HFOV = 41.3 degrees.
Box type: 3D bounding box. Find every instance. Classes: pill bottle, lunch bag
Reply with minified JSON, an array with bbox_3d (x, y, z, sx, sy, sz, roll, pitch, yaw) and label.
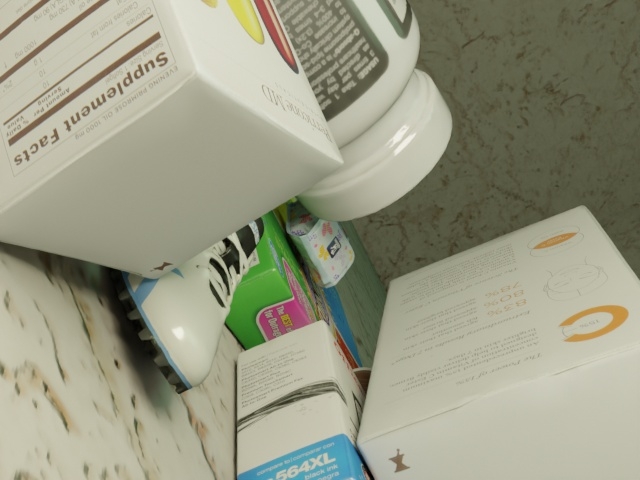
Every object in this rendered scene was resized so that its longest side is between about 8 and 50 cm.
[{"bbox_3d":[-0.043,-0.195,0.732,0.363,0.210,0.210,51,13,-33],"label":"pill bottle"},{"bbox_3d":[0.000,0.000,0.866,0.083,0.053,0.071,-87,152,-59],"label":"lunch bag"}]

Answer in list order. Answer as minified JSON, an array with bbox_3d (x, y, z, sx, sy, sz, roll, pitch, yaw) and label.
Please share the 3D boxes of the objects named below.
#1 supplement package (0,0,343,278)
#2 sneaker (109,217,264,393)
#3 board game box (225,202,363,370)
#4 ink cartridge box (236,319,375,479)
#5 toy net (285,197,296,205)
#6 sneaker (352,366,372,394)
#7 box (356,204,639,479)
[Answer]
[{"bbox_3d":[-0.111,-0.123,0.443,0.139,0.134,0.244,22,42,-61],"label":"supplement package"},{"bbox_3d":[-0.081,0.010,0.561,0.237,0.086,0.085,-101,167,-64],"label":"sneaker"},{"bbox_3d":[-0.036,0.057,0.888,0.242,0.064,0.316,-109,172,-45],"label":"board game box"},{"bbox_3d":[0.004,0.176,0.638,0.203,0.086,0.148,-101,165,-65],"label":"ink cartridge box"},{"bbox_3d":[-0.088,-0.108,1.222,0.232,0.045,0.122,60,8,-47],"label":"toy net"},{"bbox_3d":[0.063,0.265,0.804,0.123,0.106,0.289,57,20,-80],"label":"sneaker"},{"bbox_3d":[0.174,0.120,0.703,0.168,0.215,0.345,65,14,-10],"label":"box"}]
